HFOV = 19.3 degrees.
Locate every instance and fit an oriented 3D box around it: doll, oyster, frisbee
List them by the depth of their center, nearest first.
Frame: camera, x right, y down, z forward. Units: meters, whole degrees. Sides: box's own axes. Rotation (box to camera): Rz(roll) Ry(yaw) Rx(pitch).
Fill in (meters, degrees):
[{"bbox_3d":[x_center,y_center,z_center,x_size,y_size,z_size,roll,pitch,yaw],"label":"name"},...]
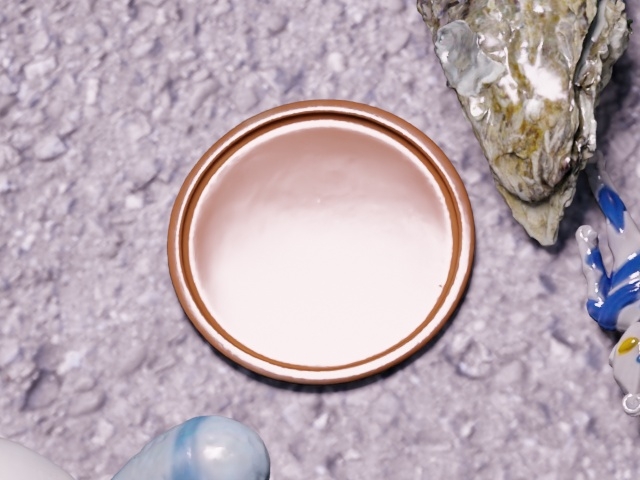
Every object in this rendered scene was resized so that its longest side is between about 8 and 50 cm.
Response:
[{"bbox_3d":[0.257,0.031,1.471,0.114,0.057,0.227,3,66,2],"label":"doll"},{"bbox_3d":[0.000,0.000,1.525,0.251,0.021,0.250,-2,67,4],"label":"frisbee"},{"bbox_3d":[0.169,-0.170,1.526,0.162,0.158,0.351,-18,67,45],"label":"oyster"}]

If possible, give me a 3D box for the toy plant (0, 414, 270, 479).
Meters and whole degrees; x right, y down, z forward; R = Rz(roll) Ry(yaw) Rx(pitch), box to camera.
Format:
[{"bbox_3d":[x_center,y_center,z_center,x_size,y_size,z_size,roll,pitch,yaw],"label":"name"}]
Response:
[{"bbox_3d":[-0.123,0.232,1.337,0.332,0.247,0.247,-6,67,-2],"label":"toy plant"}]
